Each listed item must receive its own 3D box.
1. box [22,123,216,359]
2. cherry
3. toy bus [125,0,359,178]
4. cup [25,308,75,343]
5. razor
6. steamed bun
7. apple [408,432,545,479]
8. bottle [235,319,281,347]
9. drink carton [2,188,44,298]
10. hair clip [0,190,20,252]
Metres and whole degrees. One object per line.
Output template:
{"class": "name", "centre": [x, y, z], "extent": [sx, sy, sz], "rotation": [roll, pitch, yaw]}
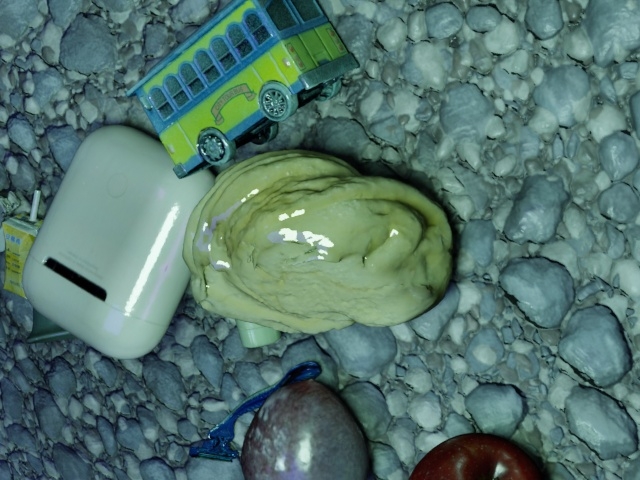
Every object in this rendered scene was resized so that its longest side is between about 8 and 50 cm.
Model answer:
{"class": "box", "centre": [-0.327, -0.001, 1.937], "extent": [0.288, 0.141, 0.349], "rotation": [27, 94, 27]}
{"class": "cherry", "centre": [-0.028, 0.355, 1.937], "extent": [0.213, 0.183, 0.266], "rotation": [4, 96, 23]}
{"class": "toy bus", "centre": [-0.120, -0.238, 1.760], "extent": [0.312, 0.152, 0.190], "rotation": [-31, 92, 38]}
{"class": "cup", "centre": [-0.438, 0.096, 2.118], "extent": [0.199, 0.199, 0.150], "rotation": [-14, 84, 37]}
{"class": "razor", "centre": [-0.107, 0.285, 2.043], "extent": [0.324, 0.093, 0.056], "rotation": [-44, 48, 34]}
{"class": "steamed bun", "centre": [-0.005, -0.002, 1.737], "extent": [0.372, 0.230, 0.325], "rotation": [-13, 140, 33]}
{"class": "apple", "centre": [0.232, 0.401, 1.762], "extent": [0.218, 0.218, 0.201], "rotation": [40, 134, 13]}
{"class": "bottle", "centre": [-0.119, 0.071, 1.942], "extent": [0.072, 0.072, 0.202], "rotation": [-2, 108, 34]}
{"class": "drink carton", "centre": [-0.546, 0.005, 2.199], "extent": [0.084, 0.074, 0.200], "rotation": [21, 122, 25]}
{"class": "hair clip", "centre": [-0.625, -0.035, 2.251], "extent": [0.172, 0.049, 0.116], "rotation": [-38, 83, 42]}
